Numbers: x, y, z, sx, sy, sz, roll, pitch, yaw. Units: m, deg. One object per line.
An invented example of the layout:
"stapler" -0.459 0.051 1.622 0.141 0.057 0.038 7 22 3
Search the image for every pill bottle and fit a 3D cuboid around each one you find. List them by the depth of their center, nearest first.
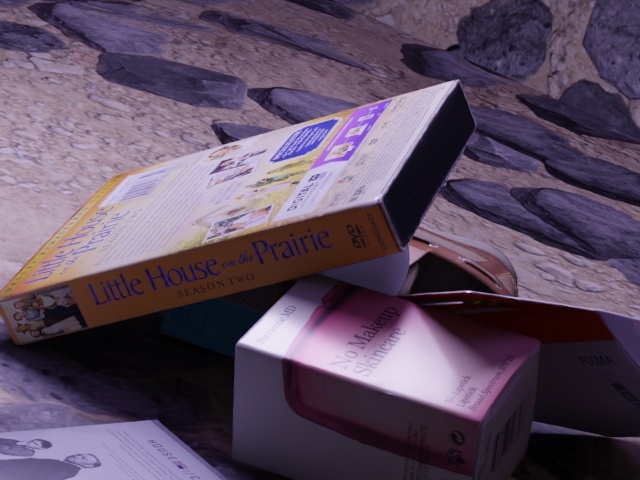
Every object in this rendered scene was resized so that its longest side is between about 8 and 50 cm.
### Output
"pill bottle" 0.000 0.000 1.941 0.121 0.121 0.221 8 10 -22

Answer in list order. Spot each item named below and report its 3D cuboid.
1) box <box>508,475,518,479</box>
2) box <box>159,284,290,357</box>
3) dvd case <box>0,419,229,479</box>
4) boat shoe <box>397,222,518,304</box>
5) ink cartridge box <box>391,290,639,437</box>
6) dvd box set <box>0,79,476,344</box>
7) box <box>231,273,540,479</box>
"box" 0.114 0.225 1.673 0.087 0.058 0.232 -8 29 -43
"box" -0.036 0.095 1.929 0.244 0.060 0.100 18 17 6
"dvd case" -0.186 0.207 1.524 0.239 0.029 0.179 0 23 -41
"boat shoe" 0.080 0.029 2.137 0.324 0.123 0.116 12 20 -8
"ink cartridge box" 0.221 0.124 1.769 0.385 0.091 0.308 11 -9 -26
"dvd box set" -0.078 -0.029 1.821 0.420 0.062 0.307 -14 20 23
"box" 0.057 0.139 1.615 0.232 0.126 0.148 16 33 21
